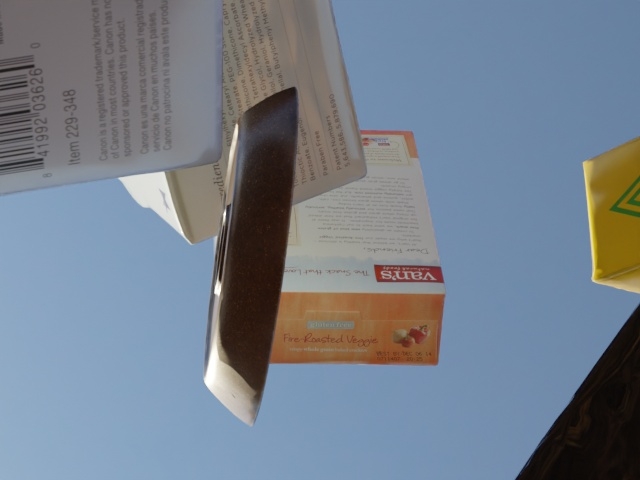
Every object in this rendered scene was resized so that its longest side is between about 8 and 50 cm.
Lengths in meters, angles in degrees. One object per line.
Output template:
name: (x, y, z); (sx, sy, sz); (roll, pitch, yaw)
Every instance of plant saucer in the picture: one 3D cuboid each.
plant saucer: (-0.036, 0.006, 0.887); (0.029, 0.168, 0.168); (6, -68, -5)

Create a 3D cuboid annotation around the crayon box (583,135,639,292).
crayon box: (0.421, -0.024, 1.242); (0.313, 0.363, 0.106); (-24, -121, 48)

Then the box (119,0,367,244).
box: (-0.077, -0.121, 1.049); (0.181, 0.119, 0.182); (37, -35, 58)

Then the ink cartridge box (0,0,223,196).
ink cartridge box: (-0.198, -0.125, 0.722); (0.226, 0.306, 0.131); (96, -18, -47)

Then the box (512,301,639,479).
box: (0.093, 0.135, 0.594); (0.103, 0.261, 0.184); (32, -96, 13)

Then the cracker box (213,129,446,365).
cracker box: (0.000, 0.000, 1.310); (0.156, 0.232, 0.067); (1, -59, -4)
